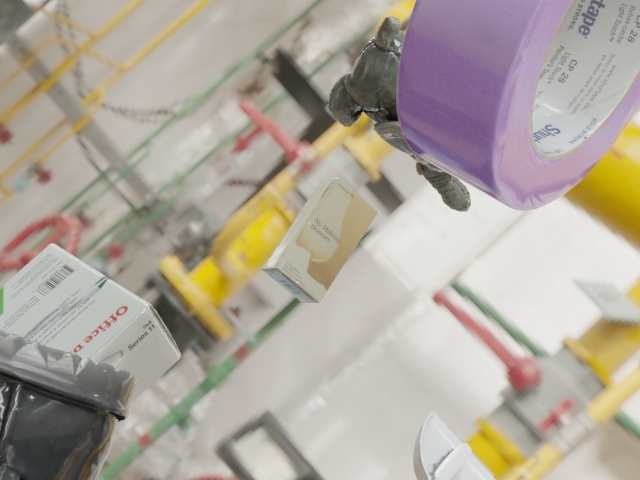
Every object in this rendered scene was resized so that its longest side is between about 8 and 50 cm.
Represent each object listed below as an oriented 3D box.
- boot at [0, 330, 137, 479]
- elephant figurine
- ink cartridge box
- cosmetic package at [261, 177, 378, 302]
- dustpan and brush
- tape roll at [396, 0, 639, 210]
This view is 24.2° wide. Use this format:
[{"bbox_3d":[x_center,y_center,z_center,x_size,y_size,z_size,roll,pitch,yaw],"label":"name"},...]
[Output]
[{"bbox_3d":[-0.376,0.269,1.175,0.367,0.445,0.146,18,-14,-9],"label":"boot"},{"bbox_3d":[0.143,-0.162,1.996,0.239,0.169,0.186,47,21,7],"label":"elephant figurine"},{"bbox_3d":[-0.271,0.109,1.591,0.208,0.153,0.087,27,-27,47],"label":"ink cartridge box"},{"bbox_3d":[0.000,0.000,1.482,0.060,0.115,0.041,39,-18,-21],"label":"cosmetic package"},{"bbox_3d":[0.177,0.351,2.212,0.147,0.211,0.060,48,-41,2],"label":"dustpan and brush"},{"bbox_3d":[0.174,-0.162,1.103,0.090,0.275,0.275,33,-11,26],"label":"tape roll"}]
